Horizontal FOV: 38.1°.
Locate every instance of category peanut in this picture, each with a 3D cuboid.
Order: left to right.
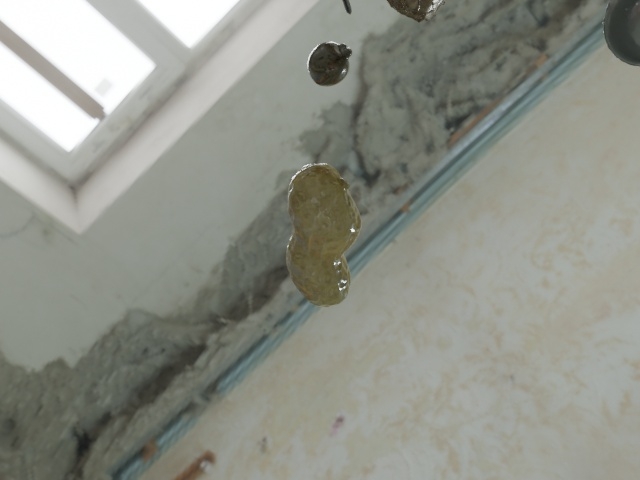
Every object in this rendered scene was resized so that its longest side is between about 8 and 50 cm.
[{"bbox_3d":[0.000,0.000,1.441,0.117,0.263,0.101,24,-142,24],"label":"peanut"}]

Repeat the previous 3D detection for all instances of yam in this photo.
[{"bbox_3d":[0.220,-0.566,1.877,0.129,0.128,0.238,37,-73,28],"label":"yam"}]

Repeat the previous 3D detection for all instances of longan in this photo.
[{"bbox_3d":[0.025,-0.423,2.203,0.119,0.106,0.106,-35,-146,27],"label":"longan"}]

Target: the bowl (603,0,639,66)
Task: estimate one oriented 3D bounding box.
[{"bbox_3d":[0.612,-0.389,1.656,0.189,0.086,0.189,-12,-107,42],"label":"bowl"}]

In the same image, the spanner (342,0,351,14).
[{"bbox_3d":[0.018,-0.336,1.147,0.012,0.208,0.046,-18,-108,5],"label":"spanner"}]
